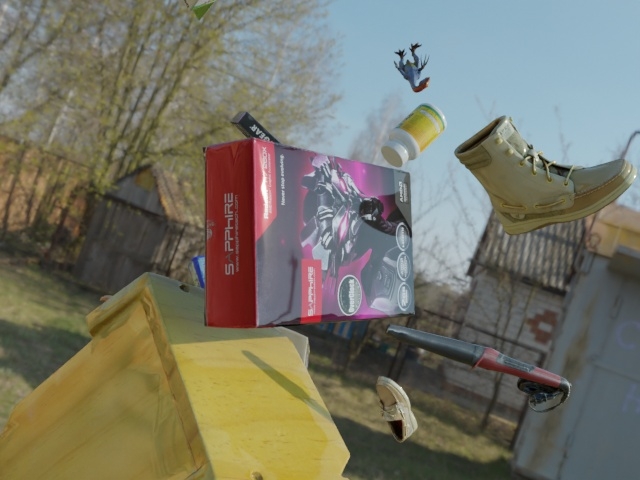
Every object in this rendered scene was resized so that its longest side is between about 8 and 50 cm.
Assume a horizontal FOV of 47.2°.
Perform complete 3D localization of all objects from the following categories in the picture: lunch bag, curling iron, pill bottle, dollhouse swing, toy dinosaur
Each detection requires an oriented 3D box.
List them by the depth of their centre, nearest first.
[{"bbox_3d":[-0.200,0.279,0.967,0.315,0.305,0.347,23,23,-40],"label":"dollhouse swing"},{"bbox_3d":[0.215,0.170,0.994,0.274,0.068,0.035,21,34,-8],"label":"curling iron"},{"bbox_3d":[0.131,-0.231,1.005,0.047,0.082,0.090,-14,-20,12],"label":"toy dinosaur"},{"bbox_3d":[-0.281,0.105,1.895,0.096,0.129,0.151,-21,-7,9],"label":"lunch bag"},{"bbox_3d":[0.288,-0.325,2.282,0.117,0.208,0.117,39,-21,18],"label":"pill bottle"}]

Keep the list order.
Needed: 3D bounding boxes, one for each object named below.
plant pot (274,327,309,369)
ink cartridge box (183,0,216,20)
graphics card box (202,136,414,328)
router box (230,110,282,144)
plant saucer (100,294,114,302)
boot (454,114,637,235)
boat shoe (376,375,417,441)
[{"bbox_3d":[-0.072,0.221,1.363,0.096,0.109,0.109,4,-26,5],"label":"plant pot"},{"bbox_3d":[-0.356,-0.698,1.930,0.189,0.097,0.255,60,-30,-6],"label":"ink cartridge box"},{"bbox_3d":[0.000,0.000,1.023,0.094,0.233,0.371,-5,-6,37],"label":"graphics card box"},{"bbox_3d":[-0.169,-0.292,2.082,0.179,0.046,0.133,42,-3,-19],"label":"router box"},{"bbox_3d":[-0.423,0.130,1.548,0.083,0.013,0.083,12,-12,2],"label":"plant saucer"},{"bbox_3d":[0.376,-0.130,1.248,0.262,0.095,0.203,-22,-68,48],"label":"boot"},{"bbox_3d":[0.159,0.370,1.586,0.063,0.059,0.170,1,-53,46],"label":"boat shoe"}]
